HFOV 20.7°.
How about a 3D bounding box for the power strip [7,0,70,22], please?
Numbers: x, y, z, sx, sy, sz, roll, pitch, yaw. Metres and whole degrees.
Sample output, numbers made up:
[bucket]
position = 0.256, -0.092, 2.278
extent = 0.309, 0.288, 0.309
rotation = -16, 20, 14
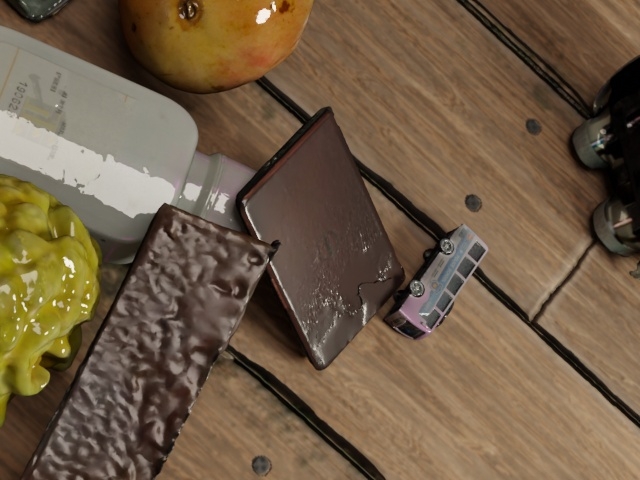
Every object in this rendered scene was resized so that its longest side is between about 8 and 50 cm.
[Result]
[power strip]
position = -0.277, -0.342, 1.692
extent = 0.213, 0.064, 0.198
rotation = 44, 61, -3

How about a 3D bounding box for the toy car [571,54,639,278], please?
[toy car]
position = 0.387, -0.082, 1.831
extent = 0.158, 0.172, 0.235
rotation = 4, 65, -40

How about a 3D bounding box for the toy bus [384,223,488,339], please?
[toy bus]
position = 0.115, 0.041, 1.726
extent = 0.052, 0.037, 0.131
rotation = 42, 58, -8

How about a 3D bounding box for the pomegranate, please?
[pomegranate]
position = -0.097, -0.230, 1.659
extent = 0.191, 0.191, 0.191
rotation = 9, 66, -20

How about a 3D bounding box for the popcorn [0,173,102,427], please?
[popcorn]
position = -0.288, 0.059, 1.459
extent = 0.181, 0.217, 0.235
rotation = 30, 68, 19

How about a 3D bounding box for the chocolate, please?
[chocolate]
position = -0.152, 0.114, 1.490
extent = 0.112, 0.112, 0.321
rotation = 28, 83, -3

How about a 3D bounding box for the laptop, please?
[laptop]
position = 0.000, 0.000, 1.633
extent = 0.154, 0.026, 0.207
rotation = -47, 128, -31

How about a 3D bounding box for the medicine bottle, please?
[medicine bottle]
position = -0.208, -0.073, 1.590
extent = 0.296, 0.111, 0.161
rotation = 22, 61, -12
